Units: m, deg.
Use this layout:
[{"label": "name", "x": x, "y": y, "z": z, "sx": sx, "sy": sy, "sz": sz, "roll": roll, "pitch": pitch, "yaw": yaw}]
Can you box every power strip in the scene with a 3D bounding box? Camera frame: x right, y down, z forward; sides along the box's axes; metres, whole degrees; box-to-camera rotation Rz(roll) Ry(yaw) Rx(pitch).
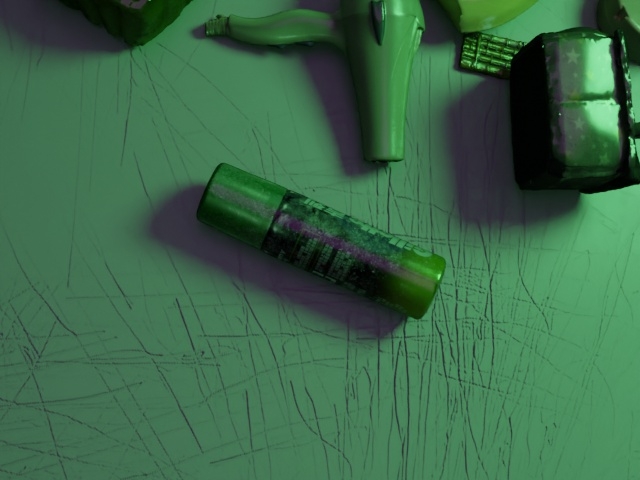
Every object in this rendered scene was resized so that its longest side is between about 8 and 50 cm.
[{"label": "power strip", "x": 0.495, "y": -0.344, "z": 1.341, "sx": 0.154, "sy": 0.078, "sz": 0.154, "roll": 2, "pitch": 76, "yaw": -7}]

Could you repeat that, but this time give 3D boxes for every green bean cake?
[{"label": "green bean cake", "x": -0.264, "y": -0.407, "z": 1.245, "sx": 0.222, "sy": 0.125, "sz": 0.248, "roll": 32, "pitch": 75, "yaw": 2}]

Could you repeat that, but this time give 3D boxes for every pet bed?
[{"label": "pet bed", "x": 0.359, "y": -0.174, "z": 1.234, "sx": 0.159, "sy": 0.183, "sz": 0.211, "roll": -2, "pitch": 84, "yaw": -4}]

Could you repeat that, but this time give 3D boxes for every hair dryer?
[{"label": "hair dryer", "x": 0.022, "y": -0.233, "z": 1.271, "sx": 0.298, "sy": 0.119, "sz": 0.296, "roll": -22, "pitch": 86, "yaw": 6}]

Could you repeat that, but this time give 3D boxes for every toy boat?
[{"label": "toy boat", "x": 0.263, "y": -0.270, "z": 1.331, "sx": 0.115, "sy": 0.016, "sz": 0.063, "roll": 12, "pitch": 79, "yaw": -5}]

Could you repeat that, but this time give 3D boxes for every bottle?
[{"label": "bottle", "x": 0.000, "y": 0.000, "z": 1.210, "sx": 0.330, "sy": 0.093, "sz": 0.093, "roll": 24, "pitch": 77, "yaw": -2}]

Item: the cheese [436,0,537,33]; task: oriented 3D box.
[{"label": "cheese", "x": 0.263, "y": -0.467, "z": 1.318, "sx": 0.316, "sy": 0.128, "sz": 0.259, "roll": -37, "pitch": 88, "yaw": -5}]
